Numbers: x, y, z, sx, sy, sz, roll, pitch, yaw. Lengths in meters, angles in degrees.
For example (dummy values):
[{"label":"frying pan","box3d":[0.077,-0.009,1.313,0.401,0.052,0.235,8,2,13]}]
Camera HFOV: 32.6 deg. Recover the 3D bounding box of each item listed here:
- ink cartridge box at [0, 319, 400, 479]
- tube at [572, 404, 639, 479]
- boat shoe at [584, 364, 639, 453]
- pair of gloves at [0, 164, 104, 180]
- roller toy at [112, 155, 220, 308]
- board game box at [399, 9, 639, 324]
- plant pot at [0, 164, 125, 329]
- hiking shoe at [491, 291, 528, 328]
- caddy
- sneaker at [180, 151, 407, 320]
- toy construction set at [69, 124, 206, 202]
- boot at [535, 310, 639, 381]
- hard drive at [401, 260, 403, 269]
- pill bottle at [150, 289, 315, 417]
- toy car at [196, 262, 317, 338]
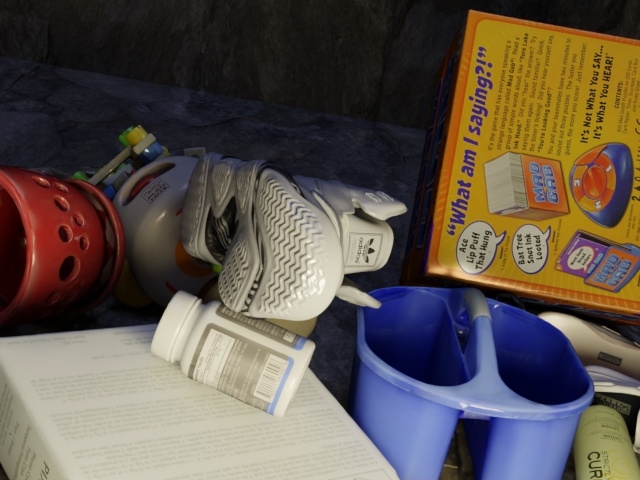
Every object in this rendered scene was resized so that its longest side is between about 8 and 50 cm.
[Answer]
[{"label":"ink cartridge box","box3d":[-0.093,0.218,0.971,0.308,0.091,0.385,-1,35,-38]},{"label":"tube","box3d":[0.296,0.246,1.111,0.070,0.062,0.240,-28,12,17]},{"label":"boat shoe","box3d":[0.385,0.213,1.248,0.258,0.095,0.084,9,15,38]},{"label":"pair of gloves","box3d":[-0.452,-0.103,1.862,0.240,0.042,0.204,1,7,-18]},{"label":"roller toy","box3d":[-0.177,-0.007,1.454,0.209,0.191,0.146,1,18,-31]},{"label":"board game box","box3d":[0.330,-0.083,1.572,0.357,0.356,0.356,10,-5,0]},{"label":"plant pot","box3d":[-0.345,0.005,1.312,0.191,0.191,0.174,19,14,30]},{"label":"hiking shoe","box3d":[0.244,0.119,1.421,0.086,0.114,0.227,12,15,3]},{"label":"caddy","box3d":[0.149,0.141,1.160,0.241,0.179,0.341,11,15,-2]},{"label":"sneaker","box3d":[0.000,0.000,1.072,0.210,0.137,0.366,11,8,-22]},{"label":"toy construction set","box3d":[-0.272,-0.090,1.683,0.151,0.215,0.328,52,15,8]},{"label":"boot","box3d":[0.368,0.145,1.499,0.190,0.069,0.086,25,9,-3]},{"label":"hard drive","box3d":[0.214,0.055,1.813,0.135,0.022,0.094,-1,19,-36]},{"label":"pill bottle","box3d":[-0.081,0.102,1.010,0.137,0.078,0.078,24,17,5]},{"label":"toy car","box3d":[-0.104,0.073,1.317,0.149,0.155,0.188,2,8,-30]}]
